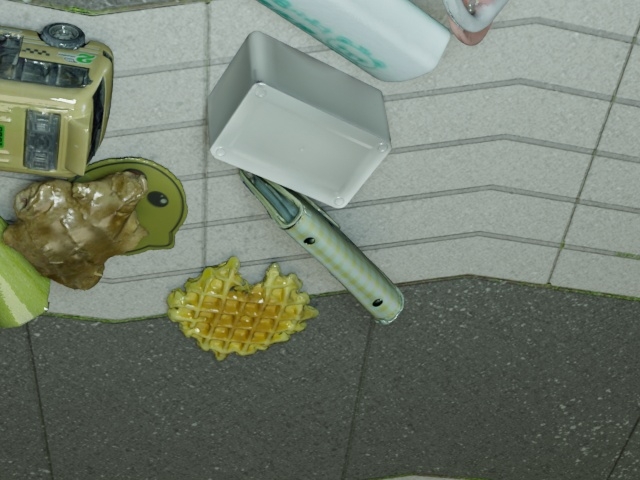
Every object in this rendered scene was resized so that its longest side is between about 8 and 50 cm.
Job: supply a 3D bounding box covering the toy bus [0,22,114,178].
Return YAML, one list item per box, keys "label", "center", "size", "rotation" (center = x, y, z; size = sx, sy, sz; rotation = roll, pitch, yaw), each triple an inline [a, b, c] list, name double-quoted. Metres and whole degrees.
- label: "toy bus"
  center: [-0.482, -0.202, 1.388]
  size: [0.365, 0.202, 0.177]
  rotation: [6, 131, -13]

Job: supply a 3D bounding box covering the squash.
- label: "squash"
  center: [-0.562, -0.002, 1.649]
  size: [0.137, 0.137, 0.287]
  rotation: [-20, 119, 11]

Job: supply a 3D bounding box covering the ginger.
- label: "ginger"
  center: [-0.381, -0.039, 1.597]
  size: [0.219, 0.123, 0.270]
  rotation: [28, 117, -34]

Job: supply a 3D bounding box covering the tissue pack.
- label: "tissue pack"
  center: [-0.033, -0.179, 1.511]
  size: [0.246, 0.136, 0.159]
  rotation: [22, 127, -26]

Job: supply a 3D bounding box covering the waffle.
- label: "waffle"
  center: [-0.143, 0.132, 1.849]
  size: [0.261, 0.056, 0.250]
  rotation: [-27, 131, 15]

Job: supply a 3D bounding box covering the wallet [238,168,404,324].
- label: "wallet"
  center: [0.000, 0.000, 1.629]
  size: [0.077, 0.223, 0.309]
  rotation: [-43, 131, 3]

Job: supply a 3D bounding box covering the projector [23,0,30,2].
- label: "projector"
  center: [-0.400, -0.406, 1.300]
  size: [0.115, 0.061, 0.147]
  rotation: [-30, 130, 19]

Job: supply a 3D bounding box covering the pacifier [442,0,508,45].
- label: "pacifier"
  center: [0.171, -0.413, 1.270]
  size: [0.220, 0.273, 0.332]
  rotation: [-31, 134, -15]

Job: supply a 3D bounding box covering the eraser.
- label: "eraser"
  center: [0.017, -0.329, 1.352]
  size: [0.290, 0.189, 0.104]
  rotation: [28, 80, -29]

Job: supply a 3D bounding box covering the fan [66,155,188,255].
- label: "fan"
  center: [-0.362, -0.078, 1.651]
  size: [0.230, 0.011, 0.335]
  rotation: [-31, 131, 21]
